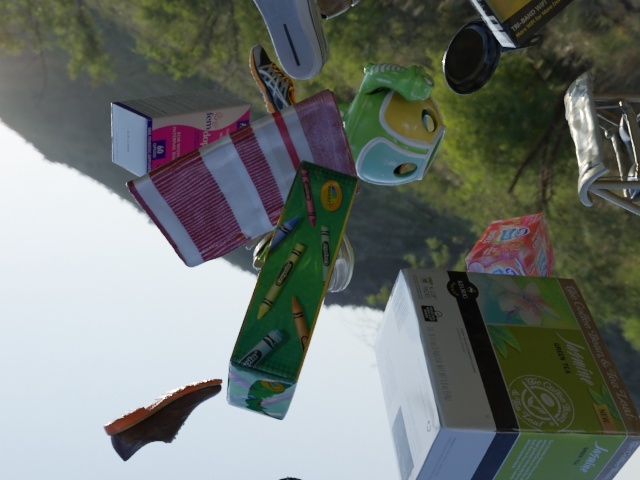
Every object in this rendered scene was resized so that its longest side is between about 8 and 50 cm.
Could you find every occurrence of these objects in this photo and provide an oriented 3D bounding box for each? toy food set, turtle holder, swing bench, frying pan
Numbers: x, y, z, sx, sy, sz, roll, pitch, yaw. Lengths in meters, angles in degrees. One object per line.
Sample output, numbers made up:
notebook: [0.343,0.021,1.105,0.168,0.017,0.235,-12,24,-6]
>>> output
toy food set: [-0.088,0.012,1.570,0.038,0.132,0.192,45,171,12]
turtle holder: [0.163,-0.269,1.696,0.228,0.320,0.243,28,-147,10]
swing bench: [0.666,-0.209,1.715,0.255,0.253,0.165,9,153,-16]
frying pan: [0.434,-0.514,1.984,0.053,0.326,0.197,37,162,45]

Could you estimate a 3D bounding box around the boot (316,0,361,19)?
boot: [-0.037,-0.654,1.792,0.305,0.115,0.112,55,180,7]

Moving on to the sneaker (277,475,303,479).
sneaker: [-0.108,0.485,1.318,0.222,0.083,0.118,-3,-149,-24]

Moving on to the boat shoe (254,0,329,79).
boat shoe: [-0.061,-0.444,1.392,0.109,0.302,0.094,-6,-157,24]

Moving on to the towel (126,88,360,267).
towel: [-0.105,-0.086,1.196,0.237,0.329,0.037,67,177,-55]

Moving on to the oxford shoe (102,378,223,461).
oxford shoe: [-0.323,0.378,1.646,0.097,0.271,0.098,-26,88,63]

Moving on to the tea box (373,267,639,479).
tea box: [0.285,0.238,1.253,0.324,0.219,0.329,4,-139,-12]

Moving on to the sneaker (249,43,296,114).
sneaker: [-0.109,-0.393,1.916,0.214,0.083,0.084,65,-161,-9]

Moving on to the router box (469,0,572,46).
router box: [0.376,-0.527,1.317,0.243,0.309,0.081,48,-176,-17]

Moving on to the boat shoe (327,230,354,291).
boat shoe: [0.000,0.000,1.579,0.109,0.098,0.302,28,140,30]

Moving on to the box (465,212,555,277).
box: [0.483,0.054,1.917,0.142,0.154,0.300,-10,-166,29]

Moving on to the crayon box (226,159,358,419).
crayon box: [-0.035,0.063,0.950,0.081,0.278,0.165,17,151,1]

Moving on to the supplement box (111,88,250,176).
supplement box: [-0.244,-0.192,1.355,0.114,0.111,0.220,27,-147,37]
